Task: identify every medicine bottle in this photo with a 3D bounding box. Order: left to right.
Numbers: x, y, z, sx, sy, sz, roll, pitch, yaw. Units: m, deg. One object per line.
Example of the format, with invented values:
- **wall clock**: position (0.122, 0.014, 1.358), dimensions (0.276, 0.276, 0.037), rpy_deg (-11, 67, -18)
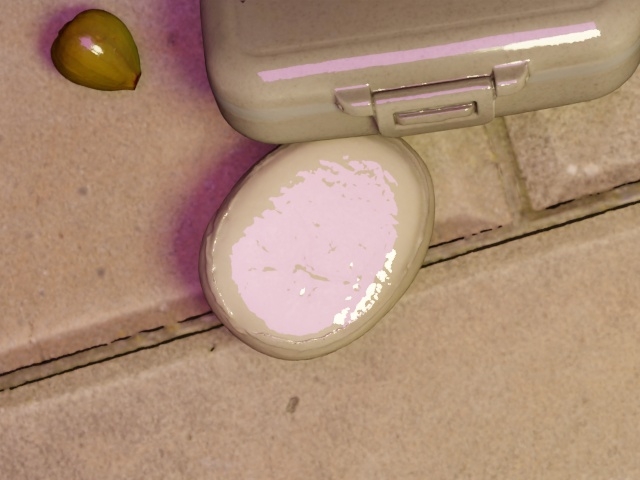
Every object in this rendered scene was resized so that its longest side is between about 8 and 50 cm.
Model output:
- **medicine bottle**: position (0.084, -0.215, 1.528), dimensions (0.375, 0.123, 0.282), rpy_deg (-7, 54, 3)

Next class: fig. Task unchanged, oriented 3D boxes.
- **fig**: position (-0.202, -0.171, 1.625), dimensions (0.088, 0.074, 0.074), rpy_deg (35, 92, -10)

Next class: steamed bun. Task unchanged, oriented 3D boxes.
- **steamed bun**: position (0.000, 0.000, 1.568), dimensions (0.177, 0.131, 0.228), rpy_deg (39, 85, 6)
